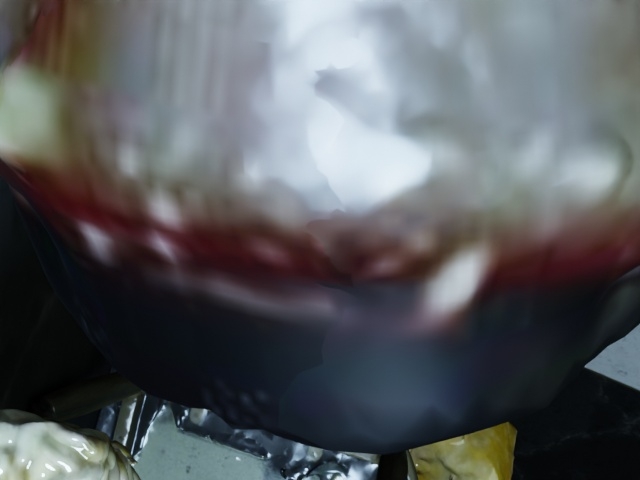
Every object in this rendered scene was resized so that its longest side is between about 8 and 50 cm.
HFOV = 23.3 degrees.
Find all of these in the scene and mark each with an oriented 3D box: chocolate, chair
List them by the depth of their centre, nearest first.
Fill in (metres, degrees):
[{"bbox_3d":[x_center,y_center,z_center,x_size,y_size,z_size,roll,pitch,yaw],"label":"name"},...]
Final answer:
[{"bbox_3d":[0.020,-0.130,0.433,0.340,0.225,0.210,-71,160,-51],"label":"chocolate"},{"bbox_3d":[-0.045,0.159,0.751,0.272,0.166,0.188,5,99,-80],"label":"chair"}]

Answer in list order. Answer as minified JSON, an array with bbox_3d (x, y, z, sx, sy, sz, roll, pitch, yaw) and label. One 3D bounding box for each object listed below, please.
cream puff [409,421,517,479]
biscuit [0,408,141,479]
[{"bbox_3d":[0.006,0.227,1.164,0.343,0.231,0.327,-82,-172,-67],"label":"cream puff"},{"bbox_3d":[-0.095,0.095,0.487,0.168,0.082,0.070,89,18,-74],"label":"biscuit"}]
